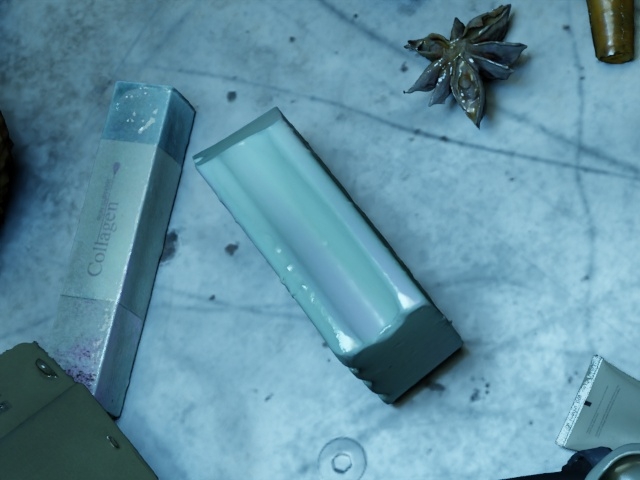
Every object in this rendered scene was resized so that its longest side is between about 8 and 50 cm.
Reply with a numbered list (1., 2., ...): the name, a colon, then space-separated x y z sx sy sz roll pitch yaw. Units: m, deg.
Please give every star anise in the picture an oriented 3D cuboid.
1. star anise: 0.136 -0.156 1.830 0.124 0.056 0.129 -20 52 14

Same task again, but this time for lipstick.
1. lipstick: -0.194 0.007 1.882 0.066 0.068 0.317 7 75 20

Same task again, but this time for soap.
1. soap: 0.000 0.000 1.762 0.095 0.173 0.289 -38 64 1

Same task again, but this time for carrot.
1. carrot: 0.269 -0.243 1.824 0.055 0.055 0.161 -4 78 17

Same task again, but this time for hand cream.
1. hand cream: 0.297 0.169 1.675 0.186 0.054 0.087 22 85 30

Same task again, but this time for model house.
1. model house: -0.245 0.262 1.725 0.211 0.204 0.243 -38 50 -22

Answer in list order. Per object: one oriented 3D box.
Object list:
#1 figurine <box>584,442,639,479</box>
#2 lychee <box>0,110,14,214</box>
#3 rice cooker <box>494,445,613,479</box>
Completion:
1. figurine: 0.373 0.167 1.410 0.343 0.167 0.284 5 87 29
2. lychee: -0.439 -0.086 1.879 0.268 0.267 0.267 -6 70 17
3. rice cooker: 0.186 0.300 1.546 0.225 0.267 0.267 -9 68 -5
